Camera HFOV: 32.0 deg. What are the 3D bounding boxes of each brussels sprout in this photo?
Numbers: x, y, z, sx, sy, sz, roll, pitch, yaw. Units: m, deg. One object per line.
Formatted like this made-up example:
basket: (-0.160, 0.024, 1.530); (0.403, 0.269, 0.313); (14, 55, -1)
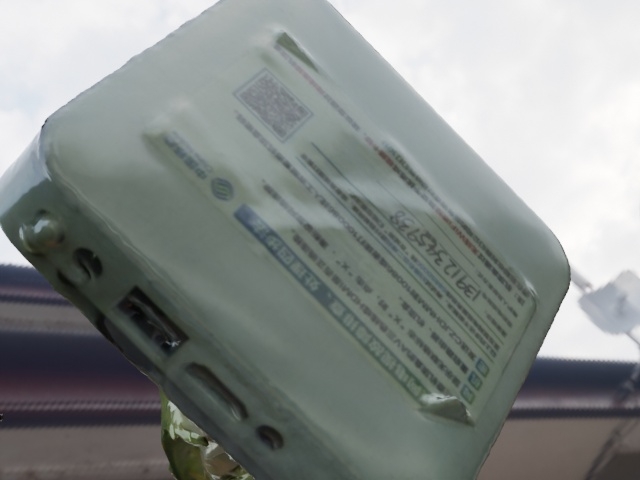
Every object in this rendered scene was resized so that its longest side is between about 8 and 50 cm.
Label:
brussels sprout: (-0.120, 0.250, 1.725); (0.276, 0.315, 0.371); (13, -24, -4)

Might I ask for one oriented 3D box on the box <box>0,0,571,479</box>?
box: (-0.001, 0.000, 0.882); (0.111, 0.396, 0.396); (-43, 3, 40)

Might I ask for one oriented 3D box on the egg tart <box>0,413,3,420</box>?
egg tart: (-0.295, 0.101, 0.726); (0.115, 0.290, 0.290); (-13, -50, -34)
